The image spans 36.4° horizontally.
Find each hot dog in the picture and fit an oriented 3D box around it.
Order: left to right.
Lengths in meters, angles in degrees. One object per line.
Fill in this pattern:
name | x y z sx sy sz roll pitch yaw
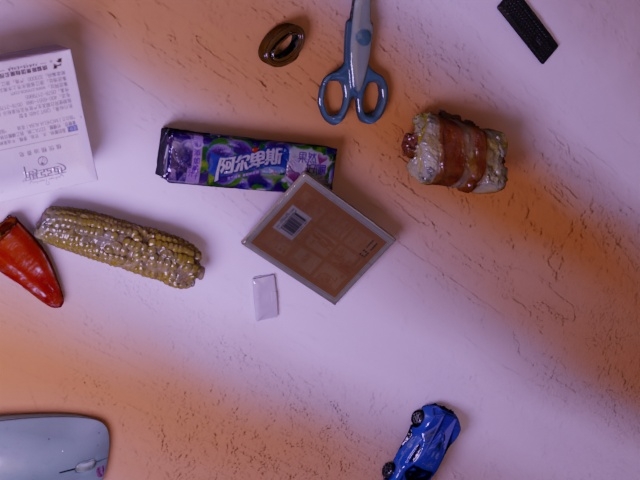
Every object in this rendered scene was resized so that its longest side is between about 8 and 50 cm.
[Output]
hot dog | 0.245 -0.156 1.775 0.213 0.103 0.146 16 76 -23

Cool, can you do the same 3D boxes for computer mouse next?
computer mouse | -0.487 0.367 1.596 0.288 0.097 0.160 6 99 -25

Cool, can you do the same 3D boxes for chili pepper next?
chili pepper | -0.461 0.048 1.540 0.088 0.065 0.169 -34 122 1

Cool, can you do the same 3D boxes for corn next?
corn | -0.316 0.008 1.578 0.288 0.086 0.087 19 96 -26

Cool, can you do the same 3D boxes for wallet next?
wallet | -0.099 0.102 1.742 0.044 0.011 0.083 -11 108 -22

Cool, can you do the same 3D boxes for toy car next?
toy car | 0.202 0.429 1.939 0.103 0.063 0.216 27 92 -28

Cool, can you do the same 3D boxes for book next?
book | 0.000 -0.001 1.718 0.170 0.018 0.241 -47 126 10

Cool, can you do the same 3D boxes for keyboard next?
keyboard | 0.389 -0.400 1.823 0.155 0.010 0.053 42 84 -27

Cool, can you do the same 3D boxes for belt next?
belt | -0.064 -0.325 1.627 0.083 0.036 0.059 -44 123 -7

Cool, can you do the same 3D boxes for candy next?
candy | -0.119 -0.130 1.641 0.312 0.061 0.088 4 101 -25

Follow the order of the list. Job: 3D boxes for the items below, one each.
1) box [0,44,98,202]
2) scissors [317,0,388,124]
box | -0.488 -0.163 1.435 0.274 0.116 0.203 -16 110 -20
scissors | 0.065 -0.342 1.676 0.138 0.041 0.289 -3 109 -25
